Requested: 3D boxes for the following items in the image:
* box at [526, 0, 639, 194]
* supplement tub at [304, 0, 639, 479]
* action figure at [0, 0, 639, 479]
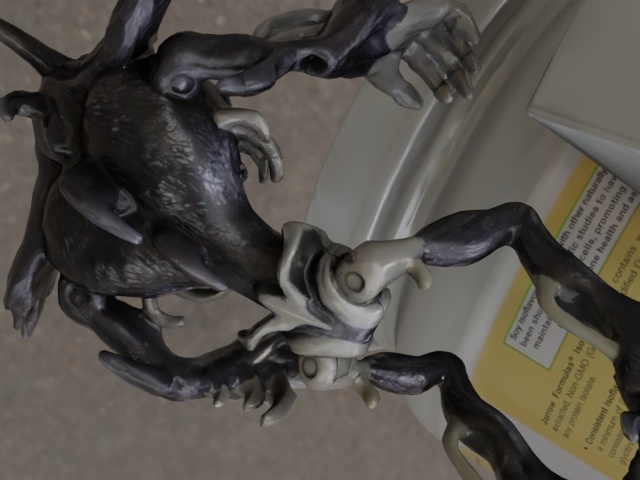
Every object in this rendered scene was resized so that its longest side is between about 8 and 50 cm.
[{"bbox_3d":[0.168,-0.079,0.581,0.130,0.091,0.170,30,87,-42],"label":"box"},{"bbox_3d":[0.182,0.026,0.763,0.241,0.331,0.241,-50,161,-24],"label":"supplement tub"},{"bbox_3d":[0.000,0.000,0.616,0.164,0.275,0.141,-62,168,24],"label":"action figure"}]
